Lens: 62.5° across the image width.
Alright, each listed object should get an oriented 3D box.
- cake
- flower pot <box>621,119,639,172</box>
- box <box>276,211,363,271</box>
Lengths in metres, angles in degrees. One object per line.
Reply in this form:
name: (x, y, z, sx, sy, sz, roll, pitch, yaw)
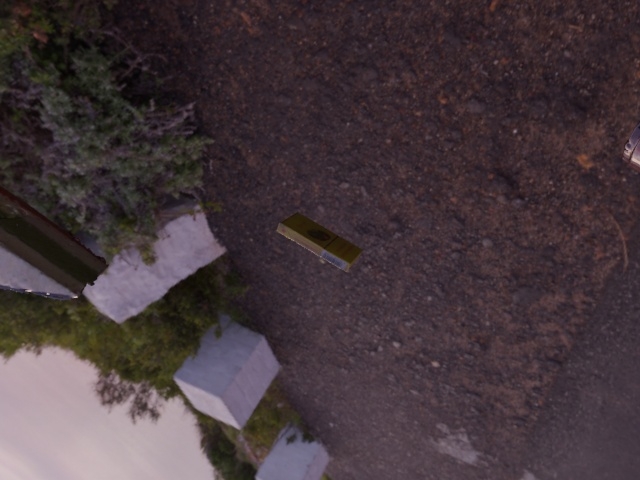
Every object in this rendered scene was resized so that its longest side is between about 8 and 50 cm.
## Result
cake: (-0.338, 0.009, 0.509, 0.220, 0.086, 0.117, 39, 108, -15)
flower pot: (0.348, -0.089, 0.504, 0.089, 0.111, 0.111, 34, 148, 27)
box: (0.000, 0.000, 1.010, 0.155, 0.087, 0.023, 30, 118, 10)
